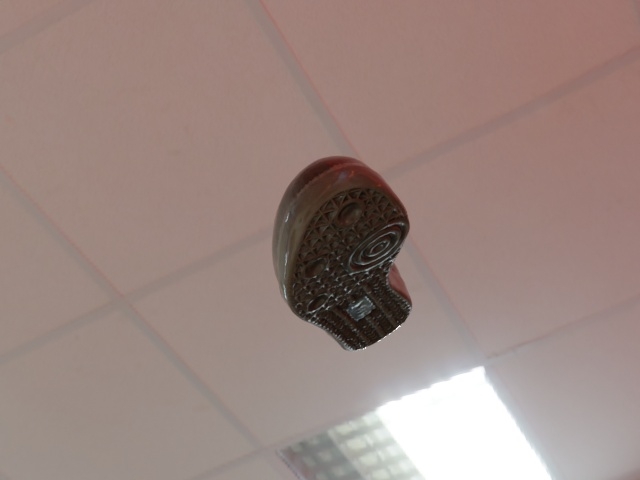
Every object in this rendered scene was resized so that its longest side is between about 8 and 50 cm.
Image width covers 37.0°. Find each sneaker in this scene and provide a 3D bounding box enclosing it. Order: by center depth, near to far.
[{"bbox_3d":[0.000,0.000,0.470,0.066,0.071,0.188,-33,-24,-7],"label":"sneaker"}]
